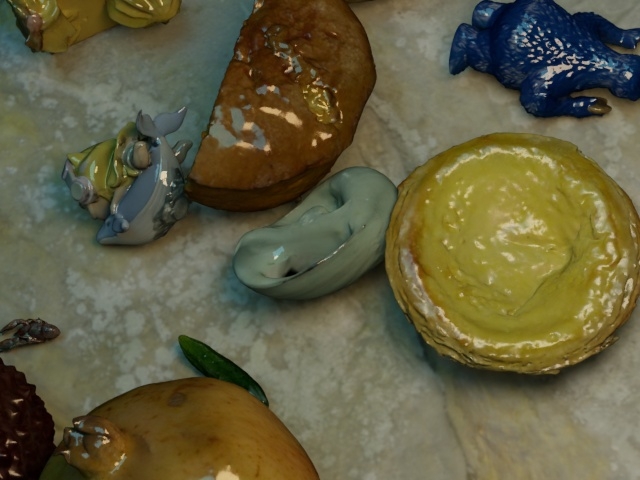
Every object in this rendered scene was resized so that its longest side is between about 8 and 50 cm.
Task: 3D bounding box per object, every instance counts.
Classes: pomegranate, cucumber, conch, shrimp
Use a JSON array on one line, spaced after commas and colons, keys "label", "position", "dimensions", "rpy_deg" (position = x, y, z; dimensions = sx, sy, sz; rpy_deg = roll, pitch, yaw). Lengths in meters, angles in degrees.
[{"label": "pomegranate", "position": [-0.158, 0.298, 1.715], "dimensions": [0.342, 0.342, 0.343], "rpy_deg": [-5, 63, 10]}, {"label": "cucumber", "position": [-0.112, 0.166, 1.948], "dimensions": [0.168, 0.039, 0.039], "rpy_deg": [36, 76, 28]}, {"label": "conch", "position": [0.004, 0.003, 1.935], "dimensions": [0.221, 0.185, 0.121], "rpy_deg": [-33, 97, -1]}, {"label": "shrimp", "position": [-0.375, 0.116, 2.040], "dimensions": [0.092, 0.029, 0.038], "rpy_deg": [-15, 62, 10]}]

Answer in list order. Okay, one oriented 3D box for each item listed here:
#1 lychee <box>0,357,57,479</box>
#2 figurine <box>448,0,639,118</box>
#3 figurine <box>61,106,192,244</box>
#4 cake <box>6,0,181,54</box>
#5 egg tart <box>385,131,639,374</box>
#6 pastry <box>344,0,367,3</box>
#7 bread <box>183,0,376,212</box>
[{"label": "lychee", "position": [-0.462, 0.251, 1.847], "dimensions": [0.306, 0.330, 0.306], "rpy_deg": [-27, 46, 32]}, {"label": "figurine", "position": [0.296, -0.237, 2.011], "dimensions": [0.262, 0.121, 0.164], "rpy_deg": [9, 62, 15]}, {"label": "figurine", "position": [-0.241, -0.083, 2.044], "dimensions": [0.183, 0.128, 0.209], "rpy_deg": [34, 112, 25]}, {"label": "cake", "position": [-0.333, -0.394, 2.179], "dimensions": [0.227, 0.222, 0.286], "rpy_deg": [-25, 62, 2]}, {"label": "egg tart", "position": [0.225, 0.021, 1.885], "dimensions": [0.314, 0.120, 0.315], "rpy_deg": [0, 69, 1]}, {"label": "pastry", "position": [0.059, -0.412, 2.138], "dimensions": [0.256, 0.170, 0.237], "rpy_deg": [-23, 39, 11]}, {"label": "bread", "position": [-0.039, -0.168, 1.993], "dimensions": [0.179, 0.194, 0.340], "rpy_deg": [21, 59, -4]}]
